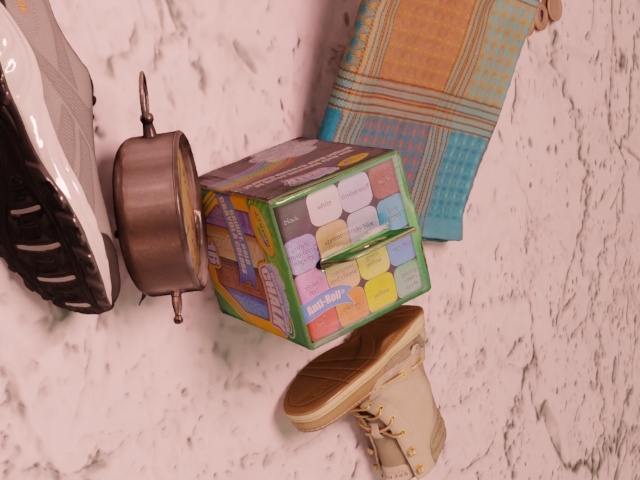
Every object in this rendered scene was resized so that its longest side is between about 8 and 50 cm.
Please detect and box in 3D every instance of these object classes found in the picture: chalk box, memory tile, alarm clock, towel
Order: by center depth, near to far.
[{"bbox_3d":[-0.131,-0.039,0.945,0.129,0.064,0.192,-90,175,-74],"label":"alarm clock"},{"bbox_3d":[0.000,0.000,1.001,0.132,0.213,0.132,-23,110,-25],"label":"chalk box"},{"bbox_3d":[0.115,-0.167,1.192,0.271,0.040,0.370,1,112,-50],"label":"towel"},{"bbox_3d":[0.258,-0.314,1.488,0.148,0.012,0.113,-33,114,-46],"label":"memory tile"}]

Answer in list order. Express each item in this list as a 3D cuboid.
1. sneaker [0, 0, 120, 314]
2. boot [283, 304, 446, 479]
[{"bbox_3d":[-0.199,-0.071,0.879,0.108,0.100,0.272,-38,118,-49],"label":"sneaker"},{"bbox_3d":[0.054,0.179,1.194,0.213,0.077,0.165,-35,118,-47],"label":"boot"}]
